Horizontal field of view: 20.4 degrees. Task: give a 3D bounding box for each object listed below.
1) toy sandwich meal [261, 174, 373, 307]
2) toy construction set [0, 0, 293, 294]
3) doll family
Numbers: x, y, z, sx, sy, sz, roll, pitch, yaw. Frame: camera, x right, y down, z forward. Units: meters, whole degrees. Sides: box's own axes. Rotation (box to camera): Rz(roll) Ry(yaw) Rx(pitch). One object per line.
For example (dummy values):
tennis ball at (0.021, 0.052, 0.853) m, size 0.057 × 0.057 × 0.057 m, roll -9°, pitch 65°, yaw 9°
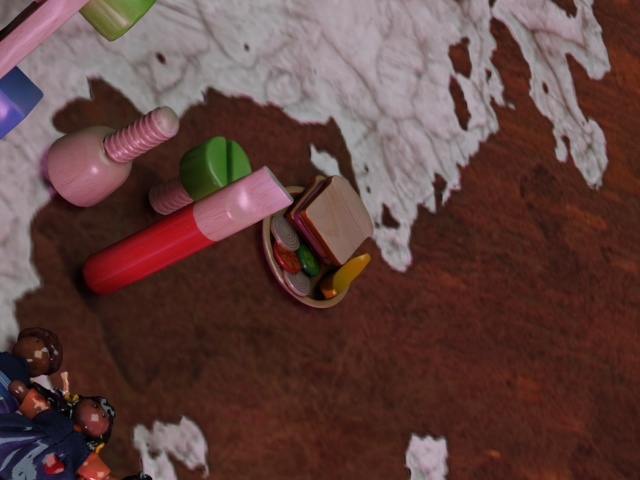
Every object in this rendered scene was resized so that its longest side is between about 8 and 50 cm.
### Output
toy sandwich meal at (0.000, 0.000, 1.070) m, size 0.085 × 0.029 × 0.085 m, roll 24°, pitch 55°, yaw -40°
toy construction set at (-0.081, -0.153, 0.882) m, size 0.257 × 0.237 × 0.309 m, roll -22°, pitch 89°, yaw -52°
doll family at (-0.124, 0.114, 0.841) m, size 0.111 × 0.076 × 0.193 m, roll -38°, pitch 99°, yaw -45°
